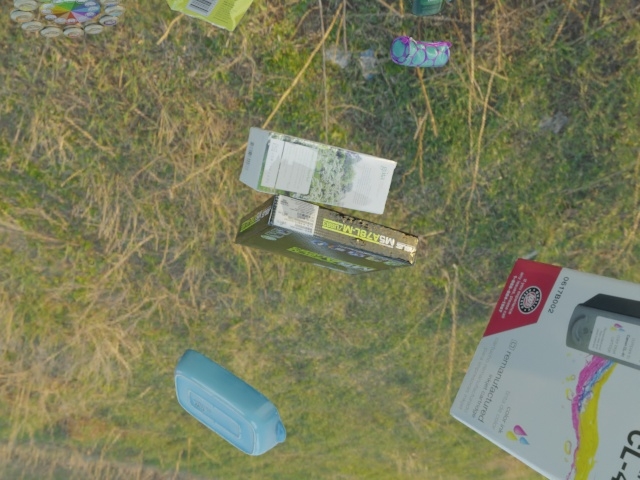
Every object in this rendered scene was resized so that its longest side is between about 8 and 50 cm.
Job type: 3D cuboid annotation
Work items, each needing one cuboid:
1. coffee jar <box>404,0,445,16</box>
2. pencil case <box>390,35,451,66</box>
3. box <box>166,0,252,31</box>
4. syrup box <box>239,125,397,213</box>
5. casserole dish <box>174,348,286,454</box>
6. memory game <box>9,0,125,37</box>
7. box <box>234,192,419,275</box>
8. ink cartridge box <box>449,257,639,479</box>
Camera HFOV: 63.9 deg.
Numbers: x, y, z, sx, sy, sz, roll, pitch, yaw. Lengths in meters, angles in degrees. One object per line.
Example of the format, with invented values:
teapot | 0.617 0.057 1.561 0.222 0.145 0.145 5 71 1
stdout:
coffee jar | 0.202 -0.516 0.943 0.079 0.096 0.184 -10 157 -3
pencil case | 0.250 -0.467 1.270 0.152 0.064 0.070 -10 151 -34
box | -0.162 -0.346 0.583 0.087 0.232 0.058 0 146 -49
syrup box | -0.002 -0.115 0.853 0.237 0.096 0.093 8 102 -28
casserole dish | -0.131 0.221 0.687 0.188 0.037 0.114 27 132 23
memory game | -0.433 -0.394 0.889 0.186 0.012 0.186 -15 -178 0
box | 0.000 0.000 0.668 0.191 0.045 0.184 16 165 -20
ink cartridge box | 0.317 0.162 0.539 0.131 0.226 0.306 29 174 -26
